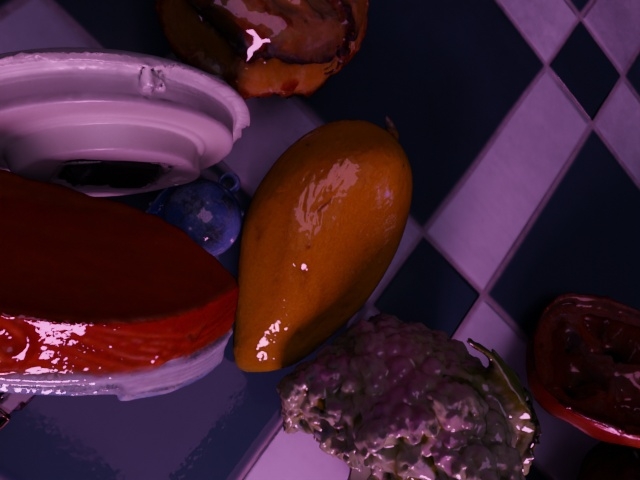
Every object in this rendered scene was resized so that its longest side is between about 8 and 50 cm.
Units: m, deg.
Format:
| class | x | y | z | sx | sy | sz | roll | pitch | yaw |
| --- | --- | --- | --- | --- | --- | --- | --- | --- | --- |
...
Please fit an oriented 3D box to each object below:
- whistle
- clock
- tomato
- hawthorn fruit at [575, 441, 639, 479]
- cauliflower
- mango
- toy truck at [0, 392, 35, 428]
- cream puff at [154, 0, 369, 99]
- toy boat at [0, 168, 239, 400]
| class | x | y | z | sx | sy | sz | roll | pitch | yaw |
| --- | --- | --- | --- | --- | --- | --- | --- | --- | --- |
| whistle | -0.133 | -0.008 | 0.470 | 0.090 | 0.090 | 0.158 | 38 | 74 | -15 |
| clock | -0.173 | -0.073 | 0.375 | 0.236 | 0.236 | 0.053 | -6 | 81 | -23 |
| tomato | 0.381 | 0.181 | 0.618 | 0.228 | 0.228 | 0.101 | -22 | 131 | -23 |
| hawthorn fruit | 0.484 | 0.380 | 0.564 | 0.325 | 0.308 | 0.308 | 44 | 69 | 12 |
| cauliflower | 0.084 | 0.220 | 0.479 | 0.239 | 0.256 | 0.315 | 4 | 113 | -40 |
| mango | 0.000 | 0.000 | 0.503 | 0.176 | 0.119 | 0.317 | 26 | 87 | -35 |
| toy truck | -0.263 | 0.098 | 0.404 | 0.083 | 0.092 | 0.192 | 47 | 62 | -12 |
| cream puff | -0.066 | -0.254 | 0.483 | 0.240 | 0.164 | 0.240 | 11 | 69 | -31 |
| toy boat | -0.213 | 0.044 | 0.319 | 0.332 | 0.133 | 0.145 | 16 | 34 | -31 |
